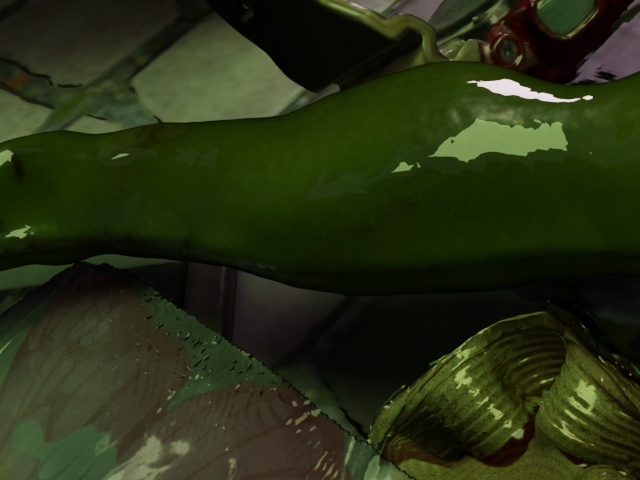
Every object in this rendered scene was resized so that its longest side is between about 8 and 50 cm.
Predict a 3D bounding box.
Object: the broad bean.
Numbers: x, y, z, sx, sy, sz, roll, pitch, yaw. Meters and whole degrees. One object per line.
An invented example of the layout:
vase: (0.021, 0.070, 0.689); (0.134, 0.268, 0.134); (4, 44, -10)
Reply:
broad bean: (0.000, -0.007, 0.385); (0.318, 0.056, 0.098); (-11, 34, 8)

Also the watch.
watch: (0.000, -0.160, 0.463); (0.165, 0.268, 0.102); (-39, 8, -29)

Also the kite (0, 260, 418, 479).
kite: (-0.021, 0.097, 0.294); (0.360, 0.022, 0.204); (13, 52, 40)

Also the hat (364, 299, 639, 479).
hat: (0.056, 0.062, 0.346); (0.076, 0.059, 0.077); (-38, 38, -1)

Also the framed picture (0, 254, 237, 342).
framed picture: (-0.126, 0.092, 0.396); (0.208, 0.019, 0.281); (-9, 42, 7)
